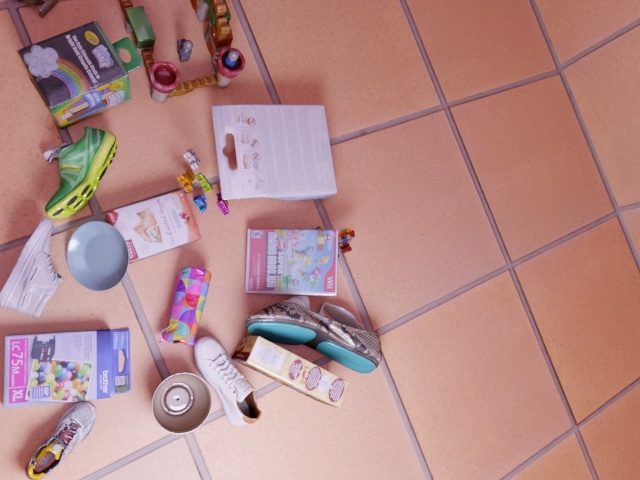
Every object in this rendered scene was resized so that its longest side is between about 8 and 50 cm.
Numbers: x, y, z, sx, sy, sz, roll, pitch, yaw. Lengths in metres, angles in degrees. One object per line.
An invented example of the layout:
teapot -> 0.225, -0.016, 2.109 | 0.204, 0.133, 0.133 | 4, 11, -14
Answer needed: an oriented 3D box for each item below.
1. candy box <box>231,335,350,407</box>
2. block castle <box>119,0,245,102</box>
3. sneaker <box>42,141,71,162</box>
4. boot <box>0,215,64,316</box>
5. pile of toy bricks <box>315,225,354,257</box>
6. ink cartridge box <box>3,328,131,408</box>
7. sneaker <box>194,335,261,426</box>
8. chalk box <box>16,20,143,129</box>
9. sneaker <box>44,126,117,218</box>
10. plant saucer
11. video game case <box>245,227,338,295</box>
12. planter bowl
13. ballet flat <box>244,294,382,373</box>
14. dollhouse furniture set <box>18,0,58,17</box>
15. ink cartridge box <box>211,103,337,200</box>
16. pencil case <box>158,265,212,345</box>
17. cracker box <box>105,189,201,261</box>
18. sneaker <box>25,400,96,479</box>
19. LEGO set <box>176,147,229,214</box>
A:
candy box -> -0.091, 0.388, 1.633 | 0.316, 0.183, 0.088 | 31, 72, -15
block castle -> -0.433, -0.673, 1.654 | 0.302, 0.213, 0.454 | -20, 89, -24
sneaker -> -0.743, -0.250, 1.557 | 0.083, 0.032, 0.037 | -34, 108, -19
boot -> -0.748, 0.074, 1.474 | 0.123, 0.095, 0.259 | 27, 80, -23
pile of toy bricks -> 0.000, 0.000, 1.795 | 0.212, 0.118, 0.105 | -19, 60, -8
ink cartridge box -> -0.671, 0.337, 1.470 | 0.310, 0.065, 0.186 | 0, 81, -24
sneaker -> -0.255, 0.399, 1.586 | 0.106, 0.123, 0.290 | -36, 100, -48
chalk box -> -0.649, -0.472, 1.537 | 0.288, 0.179, 0.180 | -30, 92, -19
sneaker -> -0.686, -0.191, 1.540 | 0.123, 0.109, 0.296 | 25, 69, -1
plant saucer -> -0.609, 0.042, 1.522 | 0.194, 0.037, 0.195 | 1, 93, 12
video game case -> -0.089, 0.066, 1.703 | 0.284, 0.025, 0.204 | 1, 84, 4
planter bowl -> -0.394, 0.450, 1.538 | 0.161, 0.109, 0.162 | 4, 80, -21
ballet flat -> -0.012, 0.270, 1.722 | 0.482, 0.164, 0.182 | 24, 51, -23
dollhouse furniture set -> -0.834, -0.764, 1.547 | 0.183, 0.129, 0.129 | 35, 70, -13
ink cartridge box -> -0.152, -0.281, 1.779 | 0.384, 0.091, 0.309 | -6, 83, -20
pencil case -> -0.388, 0.191, 1.591 | 0.104, 0.104, 0.237 | 18, 73, -19
cracker box -> -0.488, -0.039, 1.604 | 0.232, 0.067, 0.156 | -21, 90, -23
sneaker -> -0.666, 0.523, 1.421 | 0.088, 0.092, 0.225 | 39, 68, -12
LEGO set -> -0.369, -0.176, 1.666 | 0.086, 0.093, 0.227 | -24, 122, 9
